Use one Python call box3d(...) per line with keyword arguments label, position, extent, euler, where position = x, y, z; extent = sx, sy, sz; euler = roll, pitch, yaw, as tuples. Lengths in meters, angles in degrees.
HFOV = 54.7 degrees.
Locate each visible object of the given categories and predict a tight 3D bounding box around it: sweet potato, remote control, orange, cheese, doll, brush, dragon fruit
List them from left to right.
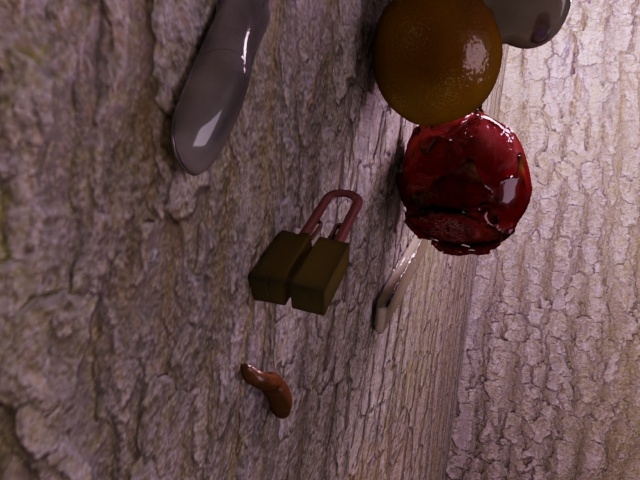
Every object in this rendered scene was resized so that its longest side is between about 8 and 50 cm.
box3d(label="remote control", position=(-0.091, -0.168, 0.621), extent=(0.073, 0.044, 0.229), euler=(56, 48, -57))
box3d(label="sweet potato", position=(-0.066, 0.207, 0.855), extent=(0.179, 0.044, 0.044), euler=(71, 34, -53))
box3d(label="brush", position=(0.000, 0.000, 0.848), extent=(0.233, 0.103, 0.047), euler=(-59, 153, -46))
box3d(label="cheese", position=(0.201, 0.078, 1.488), extent=(0.400, 0.034, 0.085), euler=(-51, 148, -51))
box3d(label="orange", position=(0.196, -0.313, 1.052), extent=(0.236, 0.236, 0.236), euler=(9, 90, -69))
box3d(label="dragon fruit", position=(0.303, -0.125, 1.326), extent=(0.295, 0.296, 0.301), euler=(64, 21, -56))
box3d(label="doll", position=(0.341, -0.484, 1.205), extent=(0.370, 0.215, 0.226), euler=(-84, 164, -72))
